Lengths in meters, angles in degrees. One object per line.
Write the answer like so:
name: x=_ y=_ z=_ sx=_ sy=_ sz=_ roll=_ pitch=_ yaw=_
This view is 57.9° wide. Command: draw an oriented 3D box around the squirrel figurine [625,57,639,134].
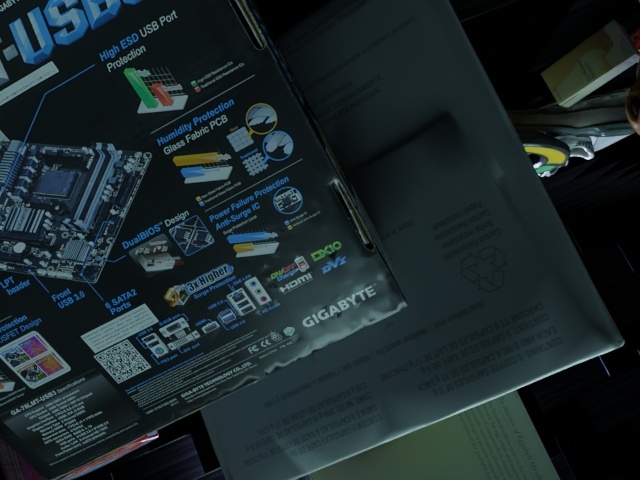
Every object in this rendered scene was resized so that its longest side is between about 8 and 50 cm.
squirrel figurine: x=0.558 y=-0.201 z=0.621 sx=0.396 sy=0.281 sz=0.370 roll=-13 pitch=168 yaw=-19

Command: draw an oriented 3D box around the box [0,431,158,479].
box: x=-0.313 y=0.147 z=0.686 sx=0.122 sy=0.257 sz=0.128 roll=-27 pitch=166 yaw=4

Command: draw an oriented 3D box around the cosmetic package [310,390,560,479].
cosmetic package: x=0.134 y=0.288 z=0.616 sx=0.224 sy=0.224 sz=0.138 roll=-23 pitch=168 yaw=-2

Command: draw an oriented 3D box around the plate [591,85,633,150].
plate: x=0.665 y=-0.272 z=1.226 sx=0.277 sy=0.045 sz=0.278 roll=-27 pitch=166 yaw=14

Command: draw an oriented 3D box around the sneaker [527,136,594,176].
sneaker: x=0.393 y=-0.159 z=1.084 sx=0.235 sy=0.095 sz=0.090 roll=-22 pitch=169 yaw=3

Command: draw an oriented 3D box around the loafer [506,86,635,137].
loafer: x=0.405 y=-0.214 z=0.960 sx=0.267 sy=0.084 sz=0.096 roll=-4 pitch=-174 yaw=-20

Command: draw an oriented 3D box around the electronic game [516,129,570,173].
electronic game: x=0.291 y=-0.132 z=0.961 sx=0.229 sy=0.048 sz=0.229 roll=-2 pitch=173 yaw=0

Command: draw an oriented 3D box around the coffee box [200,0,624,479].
coffee box: x=0.061 y=0.004 z=0.610 sx=0.337 sy=0.338 sz=0.334 roll=-28 pitch=167 yaw=19

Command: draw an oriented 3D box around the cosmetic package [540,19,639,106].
cosmetic package: x=0.376 y=-0.244 z=0.808 sx=0.041 sy=0.060 sz=0.115 roll=-7 pitch=157 yaw=-48

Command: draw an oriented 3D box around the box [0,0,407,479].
box: x=-0.137 y=-0.017 z=0.360 sx=0.295 sy=0.293 sz=0.073 roll=-27 pitch=-156 yaw=8

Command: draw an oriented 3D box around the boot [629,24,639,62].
boot: x=0.466 y=-0.289 z=0.804 sx=0.084 sy=0.059 sz=0.158 roll=-26 pitch=168 yaw=28
